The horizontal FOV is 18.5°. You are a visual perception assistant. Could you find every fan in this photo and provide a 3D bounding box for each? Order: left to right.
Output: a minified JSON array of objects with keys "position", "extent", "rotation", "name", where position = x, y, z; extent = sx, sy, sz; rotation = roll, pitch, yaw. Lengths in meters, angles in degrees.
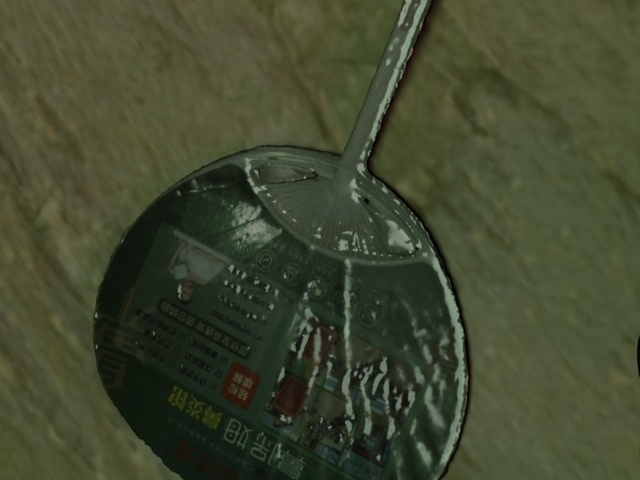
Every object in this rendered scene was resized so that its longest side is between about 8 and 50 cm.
[{"position":[0.010,0.032,1.030],"extent":[0.294,0.012,0.223],"rotation":[-39,74,21],"name":"fan"}]

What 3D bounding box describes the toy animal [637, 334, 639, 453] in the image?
[{"position":[0.285,0.079,0.838],"extent":[0.298,0.122,0.185],"rotation":[-2,89,24],"name":"toy animal"}]
